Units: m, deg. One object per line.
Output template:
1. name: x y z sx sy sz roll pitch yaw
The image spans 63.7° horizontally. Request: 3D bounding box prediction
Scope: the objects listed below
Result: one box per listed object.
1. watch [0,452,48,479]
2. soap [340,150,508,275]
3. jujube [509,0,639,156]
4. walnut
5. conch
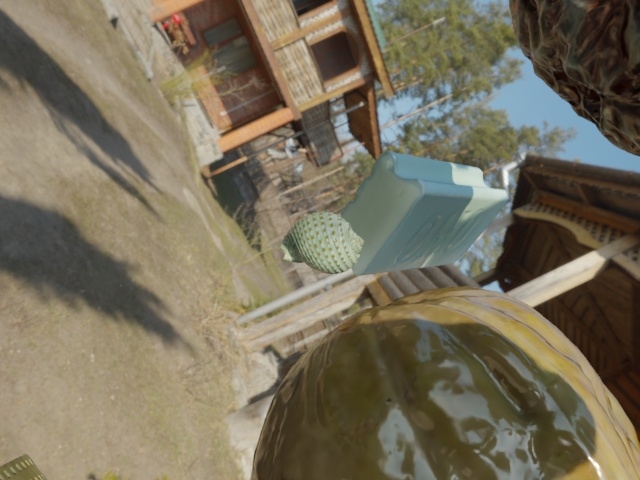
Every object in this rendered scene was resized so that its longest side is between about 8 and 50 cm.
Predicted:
1. watch: -0.365 0.290 0.508 0.102 0.165 0.268 50 -18 4
2. soap: 0.153 -0.035 0.766 0.265 0.160 0.087 -2 45 -49
3. jujube: 0.279 -0.173 0.376 0.226 0.226 0.317 65 -2 -38
4. walnut: 0.102 0.205 0.393 0.333 0.332 0.333 155 -90 -90
5. conch: 0.002 -0.003 0.533 0.057 0.085 0.076 100 -7 -48
